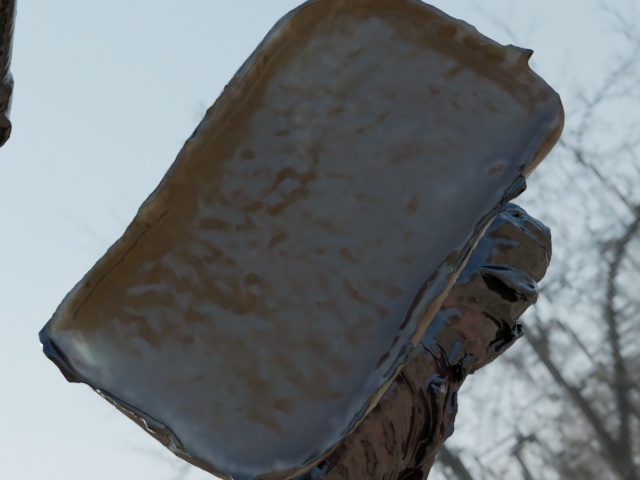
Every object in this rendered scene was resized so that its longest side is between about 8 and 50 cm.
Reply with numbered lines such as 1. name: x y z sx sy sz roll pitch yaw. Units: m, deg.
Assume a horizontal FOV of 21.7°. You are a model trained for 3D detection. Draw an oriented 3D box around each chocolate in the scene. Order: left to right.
1. chocolate: -0.001 0.001 0.825 0.261 0.161 0.083 -51 -18 -11

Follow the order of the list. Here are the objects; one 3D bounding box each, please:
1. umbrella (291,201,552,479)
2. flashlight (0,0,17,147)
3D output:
1. umbrella: 0.051 0.084 1.017 0.326 0.094 0.090 -49 -47 -40
2. flashlight: -0.183 -0.148 0.847 0.093 0.093 0.232 -16 -42 -34
